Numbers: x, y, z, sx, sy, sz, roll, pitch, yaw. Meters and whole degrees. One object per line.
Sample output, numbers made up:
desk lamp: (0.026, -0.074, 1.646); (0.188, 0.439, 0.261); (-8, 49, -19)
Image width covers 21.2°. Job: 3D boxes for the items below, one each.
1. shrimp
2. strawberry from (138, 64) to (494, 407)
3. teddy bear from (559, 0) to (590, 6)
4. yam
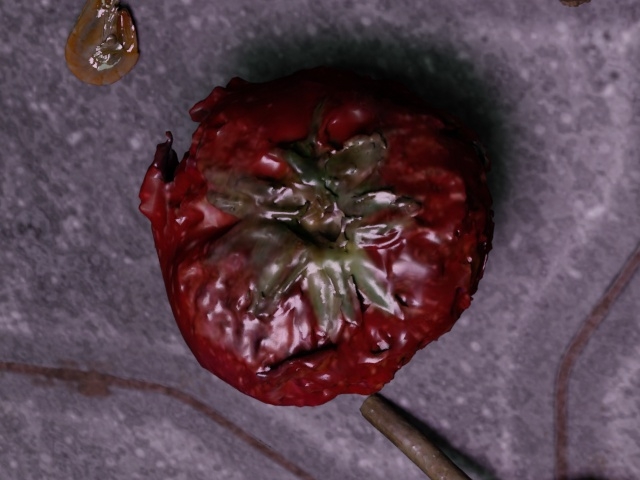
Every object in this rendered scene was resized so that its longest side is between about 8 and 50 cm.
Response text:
shrimp: (-0.170, -0.170, 1.392); (0.059, 0.023, 0.108); (32, 123, -6)
strawberry: (0.000, 0.000, 1.304); (0.274, 0.220, 0.274); (-3, 77, 15)
teddy bear: (0.201, -0.218, 1.174); (0.160, 0.078, 0.119); (5, 113, -20)
yam: (0.120, 0.211, 1.421); (0.234, 0.027, 0.029); (42, 98, 22)
